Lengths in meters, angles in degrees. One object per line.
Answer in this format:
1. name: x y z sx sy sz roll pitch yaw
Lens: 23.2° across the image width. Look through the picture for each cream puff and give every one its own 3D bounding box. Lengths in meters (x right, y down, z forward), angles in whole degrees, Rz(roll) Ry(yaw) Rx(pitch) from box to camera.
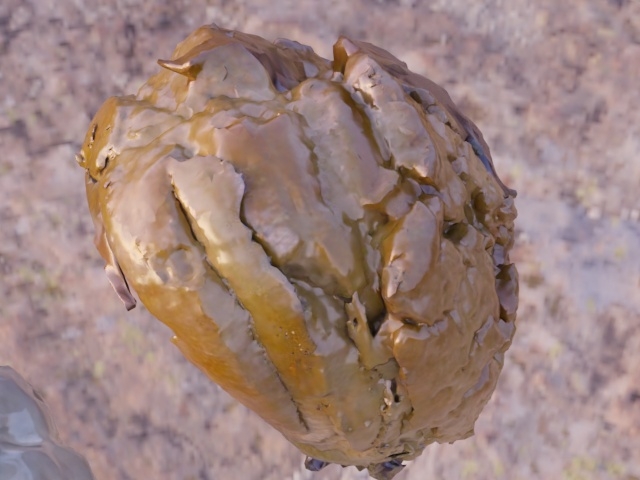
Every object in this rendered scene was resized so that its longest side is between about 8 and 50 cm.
1. cream puff: 0.000 0.000 0.420 0.104 0.119 0.133 -43 90 -9

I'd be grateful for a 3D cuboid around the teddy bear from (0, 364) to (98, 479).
1. teddy bear: -0.169 0.143 0.331 0.375 0.362 0.327 24 64 28
